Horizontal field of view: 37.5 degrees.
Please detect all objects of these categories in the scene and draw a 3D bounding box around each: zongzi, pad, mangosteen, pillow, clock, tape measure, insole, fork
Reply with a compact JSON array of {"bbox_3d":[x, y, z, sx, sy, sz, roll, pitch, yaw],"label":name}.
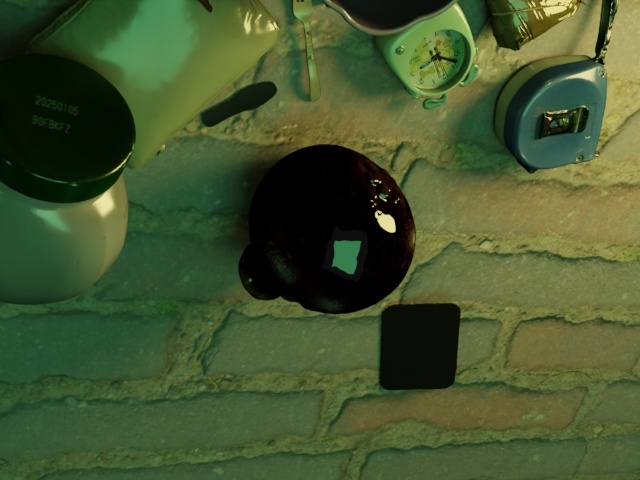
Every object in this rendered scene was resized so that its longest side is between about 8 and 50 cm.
[{"bbox_3d":[0.358,-0.436,1.582,0.189,0.081,0.178,-32,121,-8],"label":"zongzi"},{"bbox_3d":[0.286,0.210,2.024,0.323,0.055,0.250,-13,128,-16],"label":"pad"},{"bbox_3d":[-0.001,-0.010,1.584,0.313,0.297,0.297,-23,131,6],"label":"mangosteen"},{"bbox_3d":[-0.247,-0.283,1.373,0.322,0.120,0.255,-43,124,6],"label":"pillow"},{"bbox_3d":[0.188,-0.312,1.596,0.148,0.060,0.189,-35,131,1],"label":"clock"},{"bbox_3d":[0.435,-0.289,1.708,0.215,0.098,0.351,-13,126,-17],"label":"tape measure"},{"bbox_3d":[-0.133,-0.224,1.548,0.135,0.002,0.045,-28,129,-4],"label":"insole"},{"bbox_3d":[-0.018,-0.318,1.525,0.034,0.028,0.220,-24,135,-17],"label":"fork"}]

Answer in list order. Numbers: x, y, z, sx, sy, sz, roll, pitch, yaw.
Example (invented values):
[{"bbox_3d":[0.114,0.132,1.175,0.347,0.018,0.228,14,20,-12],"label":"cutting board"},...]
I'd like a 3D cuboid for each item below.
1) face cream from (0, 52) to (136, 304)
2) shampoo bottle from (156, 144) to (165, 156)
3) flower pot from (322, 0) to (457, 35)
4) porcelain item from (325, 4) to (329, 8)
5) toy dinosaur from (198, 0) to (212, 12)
[{"bbox_3d":[-0.414,-0.070,1.326,0.312,0.219,0.357,41,137,-2],"label":"face cream"},{"bbox_3d":[-0.308,-0.168,1.489,0.141,0.034,0.049,17,103,-34],"label":"shampoo bottle"},{"bbox_3d":[0.064,-0.458,1.314,0.265,0.243,0.265,-14,131,-16],"label":"flower pot"},{"bbox_3d":[0.060,-0.421,1.482,0.136,0.021,0.075,-23,130,-8],"label":"porcelain item"},{"bbox_3d":[-0.336,-0.425,1.191,0.432,0.208,0.097,5,139,-37],"label":"toy dinosaur"}]
